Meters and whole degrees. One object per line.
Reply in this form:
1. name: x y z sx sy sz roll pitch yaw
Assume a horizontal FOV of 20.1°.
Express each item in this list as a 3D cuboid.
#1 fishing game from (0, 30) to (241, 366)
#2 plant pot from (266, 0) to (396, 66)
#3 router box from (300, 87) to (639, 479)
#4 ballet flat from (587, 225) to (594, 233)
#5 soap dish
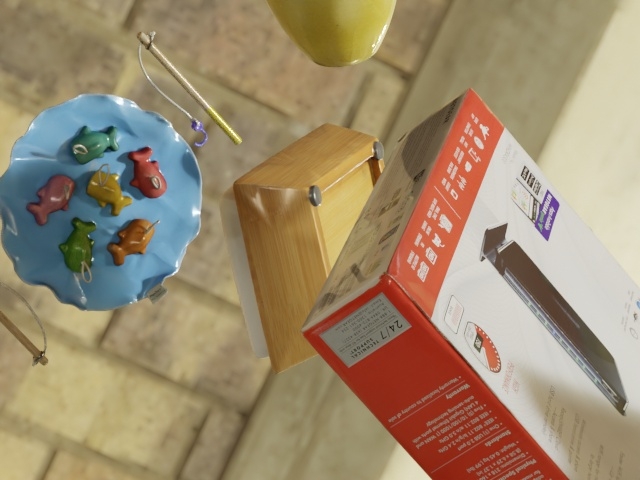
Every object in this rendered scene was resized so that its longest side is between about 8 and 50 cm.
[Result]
1. fishing game: -0.177 -0.027 1.493 0.189 0.264 0.041 52 -18 -27
2. plant pot: 0.014 -0.217 1.666 0.134 0.134 0.095 27 -42 44
3. router box: 0.148 0.078 1.336 0.301 0.082 0.335 48 27 -12
4. ballet flat: 0.185 -0.031 1.912 0.221 0.079 0.077 34 34 -3
5. soap dish: 0.000 0.000 2.142 0.118 0.229 0.291 -6 15 24
